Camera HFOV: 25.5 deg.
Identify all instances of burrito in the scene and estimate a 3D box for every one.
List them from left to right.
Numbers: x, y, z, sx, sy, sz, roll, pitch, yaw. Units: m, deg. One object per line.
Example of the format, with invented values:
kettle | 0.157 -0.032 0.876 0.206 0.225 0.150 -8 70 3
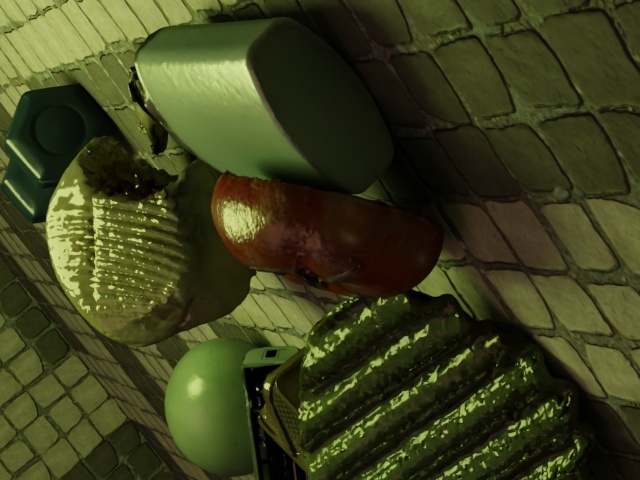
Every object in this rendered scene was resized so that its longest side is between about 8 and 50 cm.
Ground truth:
burrito | -0.221 -0.170 1.832 0.051 0.042 0.171 46 165 18

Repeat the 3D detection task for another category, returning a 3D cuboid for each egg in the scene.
egg | -0.146 0.267 2.264 0.203 0.203 0.282 38 157 30

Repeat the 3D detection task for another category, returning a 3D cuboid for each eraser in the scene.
eraser | -0.066 -0.138 1.441 0.189 0.104 0.290 54 161 -23

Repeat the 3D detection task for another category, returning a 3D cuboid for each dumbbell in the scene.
dumbbell | -0.413 -0.127 2.188 0.316 0.156 0.143 139 119 -71

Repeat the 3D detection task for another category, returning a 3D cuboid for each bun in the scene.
bun | -0.207 0.005 1.865 0.281 0.281 0.205 42 -157 20

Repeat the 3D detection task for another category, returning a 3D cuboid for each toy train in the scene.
toy train | -0.055 0.364 2.147 0.088 0.087 0.406 -89 -6 -77

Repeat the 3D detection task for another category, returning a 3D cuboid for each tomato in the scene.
tomato | 0.000 0.000 1.404 0.237 0.095 0.237 15 178 1

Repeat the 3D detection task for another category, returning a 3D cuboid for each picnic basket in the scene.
picnic basket | 0.063 0.239 1.795 0.267 0.165 0.139 45 154 10

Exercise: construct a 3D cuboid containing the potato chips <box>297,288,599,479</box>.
potato chips | 0.110 0.228 1.566 0.358 0.070 0.429 49 135 6
